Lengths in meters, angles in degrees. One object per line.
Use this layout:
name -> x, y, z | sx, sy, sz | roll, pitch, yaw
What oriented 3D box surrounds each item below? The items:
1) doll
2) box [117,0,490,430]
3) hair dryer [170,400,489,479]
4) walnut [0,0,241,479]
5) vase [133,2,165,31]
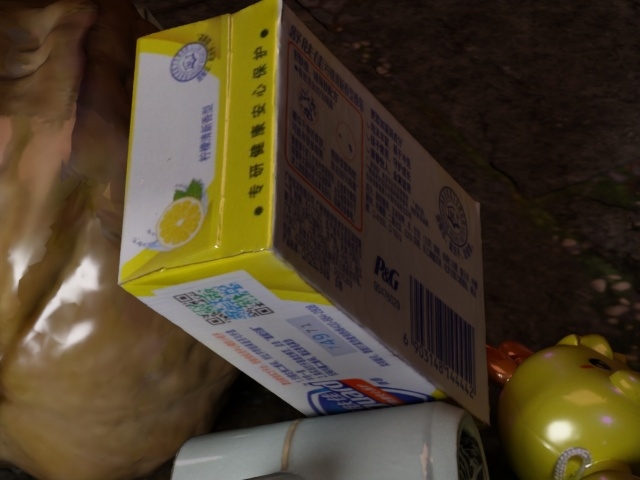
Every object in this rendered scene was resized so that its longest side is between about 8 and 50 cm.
doll -> 0.162, 0.136, 1.054 | 0.143, 0.135, 0.221 | 23, 25, -22
box -> 0.000, 0.000, 1.000 | 0.097, 0.265, 0.168 | -15, 59, 26
hair dryer -> -0.029, 0.149, 0.877 | 0.173, 0.107, 0.357 | -11, -6, 17
walnut -> -0.177, -0.011, 1.113 | 0.306, 0.306, 0.344 | 4, 41, 7
vase -> -0.270, -0.169, 1.434 | 0.165, 0.165, 0.360 | -28, 41, -31
